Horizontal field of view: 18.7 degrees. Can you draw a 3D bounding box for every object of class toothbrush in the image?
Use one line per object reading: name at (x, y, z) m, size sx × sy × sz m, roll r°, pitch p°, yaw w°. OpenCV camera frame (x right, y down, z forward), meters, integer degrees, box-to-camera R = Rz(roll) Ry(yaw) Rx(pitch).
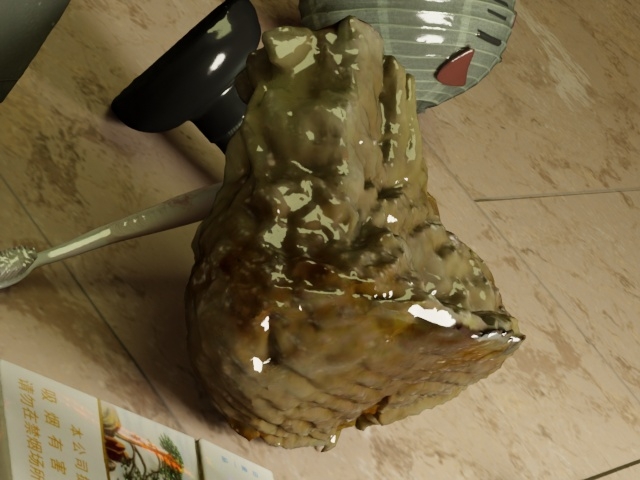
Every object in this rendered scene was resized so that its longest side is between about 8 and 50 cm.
toothbrush at (-0.144, -0.012, 1.495) m, size 0.307 × 0.029 × 0.025 m, roll -20°, pitch 76°, yaw -43°

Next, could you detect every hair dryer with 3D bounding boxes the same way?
hair dryer at (-0.045, -0.041, 1.656) m, size 0.320 × 0.155 × 0.284 m, roll 51°, pitch 15°, yaw -2°

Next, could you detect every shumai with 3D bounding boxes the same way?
shumai at (-0.002, -0.003, 1.512) m, size 0.346 × 0.217 × 0.283 m, roll 2°, pitch 61°, yaw -54°

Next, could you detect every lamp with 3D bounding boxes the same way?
lamp at (0.095, -0.249, 2.094) m, size 0.233 × 0.233 × 0.265 m, roll 48°, pitch 13°, yaw 11°

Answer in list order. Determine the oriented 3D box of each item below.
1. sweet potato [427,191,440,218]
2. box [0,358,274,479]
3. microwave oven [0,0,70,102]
sweet potato at (0.091, -0.006, 1.888) m, size 0.068 × 0.068 × 0.226 m, roll 22°, pitch 33°, yaw -37°
box at (-0.125, 0.184, 1.278) m, size 0.233 × 0.067 × 0.149 m, roll 27°, pitch 30°, yaw -31°
microwave oven at (-0.362, -0.356, 1.441) m, size 0.432 × 0.374 × 0.236 m, roll 45°, pitch 26°, yaw 17°
